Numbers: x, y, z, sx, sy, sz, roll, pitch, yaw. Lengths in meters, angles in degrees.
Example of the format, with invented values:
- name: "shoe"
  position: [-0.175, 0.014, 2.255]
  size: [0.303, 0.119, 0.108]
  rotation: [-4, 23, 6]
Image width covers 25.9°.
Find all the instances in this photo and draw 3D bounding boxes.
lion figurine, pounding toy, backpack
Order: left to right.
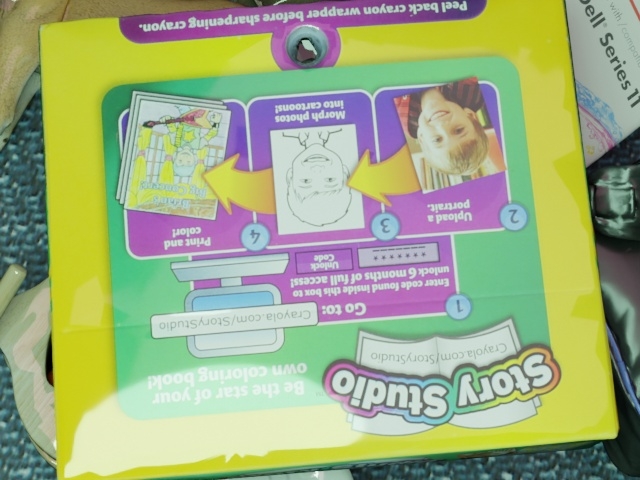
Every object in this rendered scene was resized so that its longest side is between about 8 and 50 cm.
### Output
- name: "pounding toy"
  position: [-0.166, 0.086, 1.042]
  size: [0.269, 0.155, 0.154]
  rotation: [-39, 80, -17]
- name: "lion figurine"
  position: [-0.156, -0.159, 1.126]
  size: [0.392, 0.142, 0.240]
  rotation: [20, 73, -4]
- name: "backpack"
  position: [0.313, 0.042, 1.117]
  size: [0.263, 0.213, 0.276]
  rotation: [-24, 89, -12]

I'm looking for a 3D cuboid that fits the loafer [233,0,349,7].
- name: "loafer"
  position: [0.041, -0.247, 1.218]
  size: [0.251, 0.087, 0.094]
  rotation: [-23, 78, -16]

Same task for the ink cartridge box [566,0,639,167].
- name: "ink cartridge box"
  position: [0.178, -0.169, 1.165]
  size: [0.353, 0.119, 0.207]
  rotation: [-37, 108, -17]

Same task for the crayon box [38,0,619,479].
- name: "crayon box"
  position: [0.000, 0.000, 0.957]
  size: [0.363, 0.106, 0.313]
  rotation: [-4, 80, -2]

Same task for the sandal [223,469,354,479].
- name: "sandal"
  position: [-0.164, 0.265, 1.019]
  size: [0.416, 0.102, 0.169]
  rotation: [-23, 93, -3]
